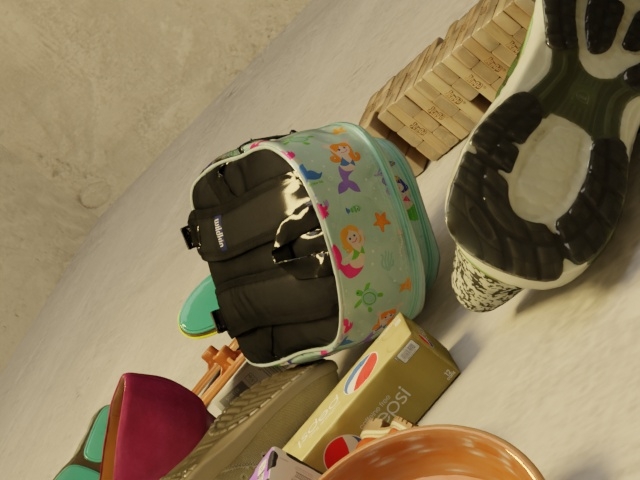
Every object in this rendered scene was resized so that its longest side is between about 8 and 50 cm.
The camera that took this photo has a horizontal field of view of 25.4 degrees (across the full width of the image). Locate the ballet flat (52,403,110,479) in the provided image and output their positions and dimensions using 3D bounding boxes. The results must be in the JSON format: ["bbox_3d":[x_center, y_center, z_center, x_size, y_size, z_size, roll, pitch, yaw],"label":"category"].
[{"bbox_3d":[-0.317,0.320,1.950,0.068,0.072,0.213,102,-169,-49],"label":"ballet flat"}]

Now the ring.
[{"bbox_3d":[-0.117,0.139,1.676,0.337,0.032,0.336,-50,3,3],"label":"ring"}]

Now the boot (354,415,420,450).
[{"bbox_3d":[0.057,0.183,1.091,0.085,0.059,0.158,-59,7,-17],"label":"boot"}]

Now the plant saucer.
[{"bbox_3d":[0.060,0.209,0.891,0.200,0.037,0.200,-18,44,18],"label":"plant saucer"}]

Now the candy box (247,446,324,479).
[{"bbox_3d":[-0.060,0.287,1.123,0.165,0.070,0.196,-55,11,24],"label":"candy box"}]

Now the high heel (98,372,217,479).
[{"bbox_3d":[-0.248,0.299,1.464,0.377,0.181,0.127,-51,35,1],"label":"high heel"}]

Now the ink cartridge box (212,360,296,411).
[{"bbox_3d":[-0.041,0.114,1.634,0.145,0.045,0.179,-44,2,32],"label":"ink cartridge box"}]

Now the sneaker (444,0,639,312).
[{"bbox_3d":[0.203,-0.103,1.198,0.410,0.158,0.182,-54,-4,-29],"label":"sneaker"}]

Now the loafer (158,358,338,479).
[{"bbox_3d":[-0.068,0.213,1.347,0.268,0.092,0.102,-41,11,-31],"label":"loafer"}]

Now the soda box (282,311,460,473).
[{"bbox_3d":[0.036,0.153,1.218,0.181,0.058,0.061,-49,14,8],"label":"soda box"}]

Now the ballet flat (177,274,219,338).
[{"bbox_3d":[-0.089,0.048,1.858,0.231,0.077,0.077,-47,-22,-5],"label":"ballet flat"}]

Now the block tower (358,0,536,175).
[{"bbox_3d":[0.167,-0.188,1.591,0.335,0.091,0.097,-40,19,42],"label":"block tower"}]

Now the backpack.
[{"bbox_3d":[0.000,0.000,1.359,0.191,0.225,0.253,-17,-2,-23],"label":"backpack"}]
